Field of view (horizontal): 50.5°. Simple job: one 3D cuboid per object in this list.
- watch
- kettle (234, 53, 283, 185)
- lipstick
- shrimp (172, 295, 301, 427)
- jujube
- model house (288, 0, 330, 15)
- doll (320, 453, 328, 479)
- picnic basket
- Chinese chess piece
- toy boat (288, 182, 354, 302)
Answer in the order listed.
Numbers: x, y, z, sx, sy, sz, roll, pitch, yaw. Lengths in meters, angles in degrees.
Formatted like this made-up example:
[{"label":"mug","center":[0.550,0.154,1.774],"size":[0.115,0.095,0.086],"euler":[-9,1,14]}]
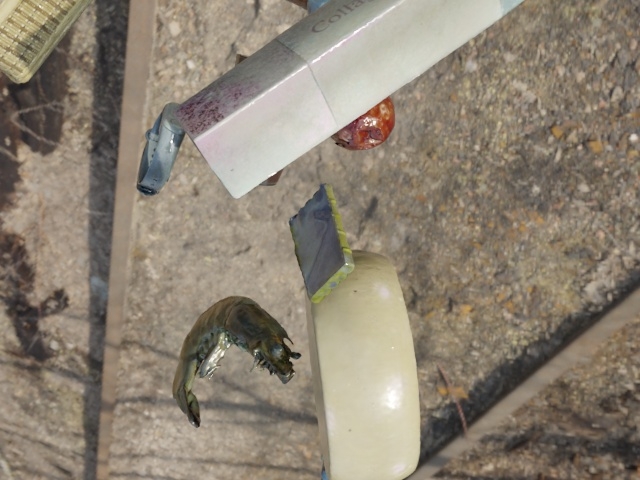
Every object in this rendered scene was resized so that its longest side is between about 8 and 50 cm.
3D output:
[{"label":"watch","center":[-0.370,-0.216,1.579],"size":[0.068,0.206,0.193],"euler":[21,120,-24]},{"label":"kettle","center":[-0.118,-0.225,1.289],"size":[0.144,0.202,0.232],"euler":[9,106,-21]},{"label":"lipstick","center":[0.039,-0.155,0.526],"size":[0.317,0.066,0.068],"euler":[-35,133,-4]},{"label":"shrimp","center":[-0.104,0.138,0.764],"size":[0.051,0.150,0.217],"euler":[44,167,-30]},{"label":"jujube","center":[0.092,-0.332,1.740],"size":[0.183,0.243,0.183],"euler":[-10,132,-11]},{"label":"model house","center":[0.077,-0.523,1.261],"size":[0.360,0.339,0.297],"euler":[45,162,47]},{"label":"doll","center":[0.039,0.445,1.282],"size":[0.083,0.076,0.050],"euler":[6,168,2]},{"label":"picnic basket","center":[-0.503,-0.409,1.014],"size":[0.313,0.228,0.175],"euler":[41,-177,22]},{"label":"Chinese chess piece","center":[0.042,0.143,0.780],"size":[0.102,0.273,0.273],"euler":[-6,138,-4]},{"label":"toy boat","center":[0.000,0.000,0.656],"size":[0.016,0.115,0.063],"euler":[23,125,-33]}]
